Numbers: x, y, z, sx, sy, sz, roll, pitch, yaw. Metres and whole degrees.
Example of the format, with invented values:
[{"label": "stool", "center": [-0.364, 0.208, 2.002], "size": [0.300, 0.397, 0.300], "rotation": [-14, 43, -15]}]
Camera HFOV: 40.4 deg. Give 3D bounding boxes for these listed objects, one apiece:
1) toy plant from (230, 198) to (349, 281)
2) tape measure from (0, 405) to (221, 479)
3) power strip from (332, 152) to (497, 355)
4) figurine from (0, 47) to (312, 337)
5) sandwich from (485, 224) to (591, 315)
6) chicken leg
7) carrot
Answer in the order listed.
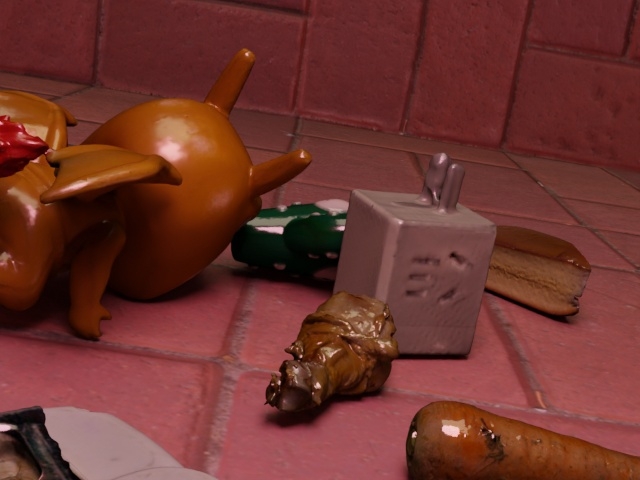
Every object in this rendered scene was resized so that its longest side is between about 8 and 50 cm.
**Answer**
[{"label": "toy plant", "center": [0.003, 0.000, 1.183], "size": [0.243, 0.113, 0.232], "rotation": [0, -3, 10]}, {"label": "tape measure", "center": [-0.166, 0.174, 0.441], "size": [0.243, 0.125, 0.246], "rotation": [-6, 22, -45]}, {"label": "power strip", "center": [0.109, 0.010, 1.011], "size": [0.140, 0.225, 0.139], "rotation": [3, 17, -20]}, {"label": "figurine", "center": [-0.231, -0.047, 0.948], "size": [0.387, 0.268, 0.401], "rotation": [-19, 18, -34]}, {"label": "sandwich", "center": [0.292, 0.037, 1.269], "size": [0.096, 0.094, 0.258], "rotation": [-6, 20, -41]}, {"label": "chicken leg", "center": [0.019, 0.114, 0.851], "size": [0.103, 0.088, 0.227], "rotation": [31, 21, 7]}, {"label": "carrot", "center": [0.216, 0.191, 0.725], "size": [0.297, 0.078, 0.078], "rotation": [11, 15, -9]}]
